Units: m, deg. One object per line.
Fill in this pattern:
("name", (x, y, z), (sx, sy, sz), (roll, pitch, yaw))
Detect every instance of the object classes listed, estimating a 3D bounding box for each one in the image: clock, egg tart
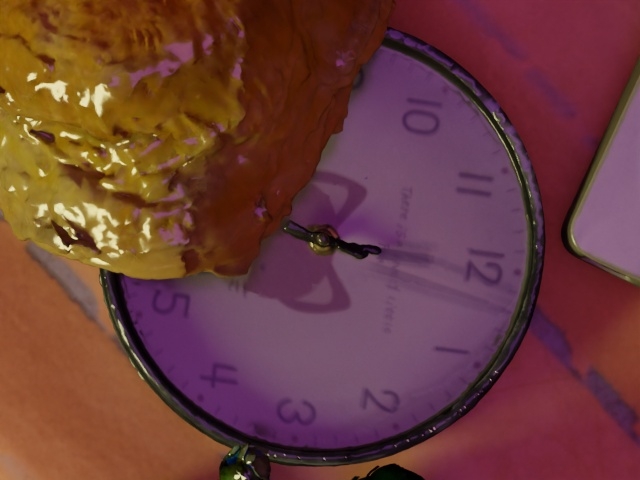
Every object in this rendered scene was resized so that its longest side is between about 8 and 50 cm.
("clock", (0.000, 0.000, 1.298), (0.325, 0.067, 0.325), (0, 88, -1))
("egg tart", (-0.125, -0.166, 1.213), (0.339, 0.153, 0.351), (32, 77, 23))

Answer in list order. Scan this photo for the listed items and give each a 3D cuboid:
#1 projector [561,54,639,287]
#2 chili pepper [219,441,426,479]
("projector", (0.335, -0.058, 1.301), (0.257, 0.079, 0.259), (25, 88, -1))
("chili pepper", (0.025, 0.229, 1.236), (0.174, 0.165, 0.261), (-34, 98, 30))
